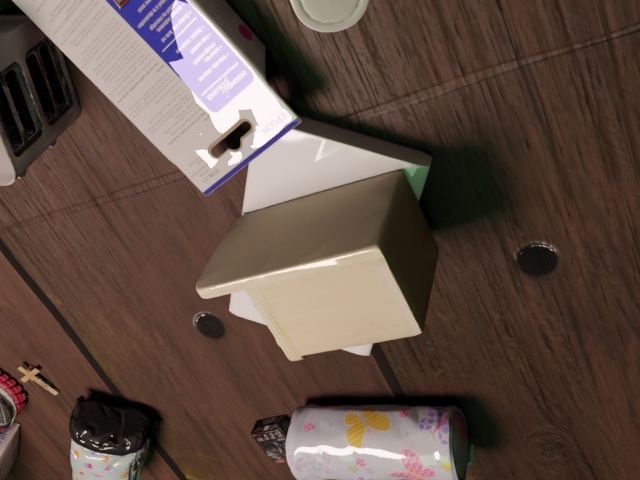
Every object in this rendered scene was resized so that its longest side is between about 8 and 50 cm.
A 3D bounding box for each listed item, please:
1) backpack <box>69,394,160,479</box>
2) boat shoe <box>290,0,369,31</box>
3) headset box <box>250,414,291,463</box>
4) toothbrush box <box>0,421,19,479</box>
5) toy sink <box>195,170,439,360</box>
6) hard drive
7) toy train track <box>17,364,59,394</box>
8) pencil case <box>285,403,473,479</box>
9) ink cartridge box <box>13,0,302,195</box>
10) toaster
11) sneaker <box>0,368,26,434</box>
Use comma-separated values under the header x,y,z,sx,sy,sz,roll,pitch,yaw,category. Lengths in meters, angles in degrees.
x,y,z,sx,sy,sz,roll,pitch,yaw,category
-0.374,0.372,1.299,0.152,0.115,0.182,16,131,3,backpack
-0.006,-0.348,0.668,0.114,0.091,0.302,-2,125,-5,boat shoe
-0.066,0.332,1.221,0.062,0.032,0.083,-20,118,30,headset box
-0.748,0.412,1.371,0.295,0.216,0.126,18,129,-4,toothbrush box
0.002,0.038,0.856,0.234,0.153,0.131,-15,120,25,toy sink
0.000,0.000,0.952,0.210,0.040,0.319,17,128,5,hard drive
-0.500,0.246,1.313,0.048,0.014,0.083,-33,116,26,toy train track
0.084,0.307,1.103,0.273,0.113,0.124,-7,131,22,pencil case
-0.195,-0.235,0.827,0.175,0.069,0.371,-33,107,33,ink cartridge box
-0.385,-0.176,0.872,0.110,0.168,0.186,2,127,13,toaster
-0.666,0.235,1.296,0.299,0.112,0.121,39,127,-11,sneaker
